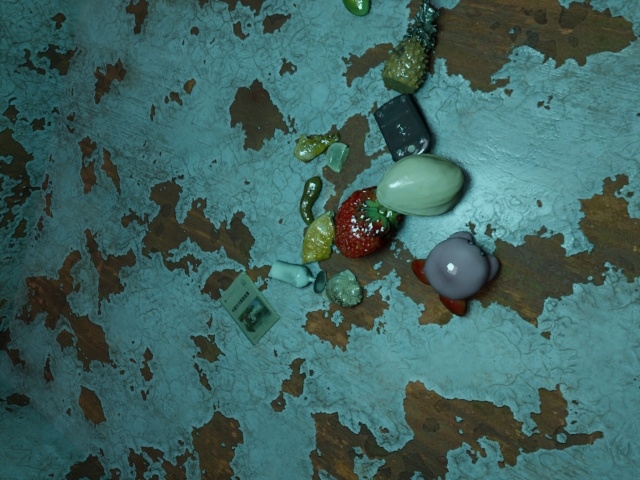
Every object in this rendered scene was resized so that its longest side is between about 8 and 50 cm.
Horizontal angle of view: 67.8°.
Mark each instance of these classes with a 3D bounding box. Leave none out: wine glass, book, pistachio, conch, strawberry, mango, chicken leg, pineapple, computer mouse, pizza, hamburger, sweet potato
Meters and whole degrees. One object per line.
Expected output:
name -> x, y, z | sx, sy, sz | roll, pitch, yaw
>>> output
wine glass -> -0.097, 0.151, 2.036 | 0.231, 0.103, 0.103 | 13, 97, 31
book -> -0.333, 0.316, 2.205 | 0.283, 0.025, 0.215 | 47, 112, 17
pistachio -> 0.355, -0.196, 1.703 | 0.332, 0.208, 0.226 | -4, 100, -11
conch -> 0.086, 0.201, 1.959 | 0.207, 0.130, 0.155 | -19, 47, 48
strawberry -> 0.157, -0.064, 1.831 | 0.288, 0.250, 0.238 | -29, 84, 51
mango -> 0.144, -0.988, 1.891 | 0.130, 0.092, 0.195 | -20, 91, 24
chicken leg -> -0.018, -0.407, 1.996 | 0.207, 0.085, 0.101 | -22, 70, 17
pineapple -> 0.354, -0.725, 1.762 | 0.169, 0.169, 0.340 | 25, 95, 25
computer mouse -> 0.321, -0.413, 1.803 | 0.170, 0.100, 0.269 | -26, 75, 22
pizza -> -0.004, -0.006, 2.000 | 0.134, 0.056, 0.271 | 21, 107, 15
hamburger -> 0.062, -0.349, 1.968 | 0.084, 0.054, 0.121 | 27, 110, 23
sweet potato -> -0.048, -0.162, 2.026 | 0.081, 0.062, 0.233 | 14, 101, 22

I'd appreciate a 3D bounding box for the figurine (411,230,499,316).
figurine -> 0.468, 0.112, 1.678 | 0.261, 0.211, 0.270 | -47, 72, 20
